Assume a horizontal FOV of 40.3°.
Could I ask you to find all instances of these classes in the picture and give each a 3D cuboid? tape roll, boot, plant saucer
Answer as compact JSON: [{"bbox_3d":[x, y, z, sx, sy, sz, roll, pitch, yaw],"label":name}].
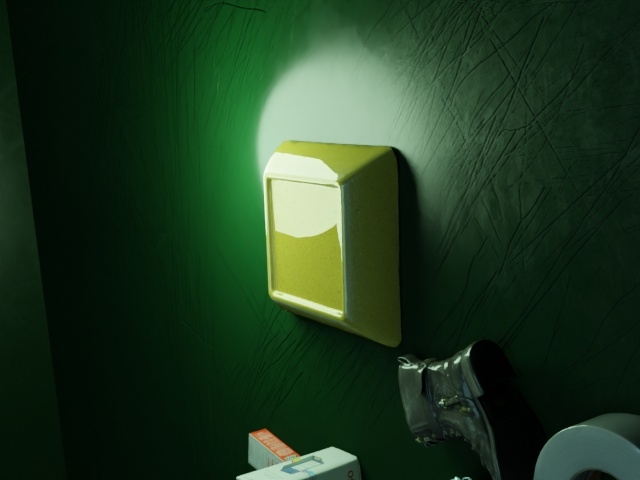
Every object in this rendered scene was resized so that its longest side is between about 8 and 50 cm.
[{"bbox_3d":[0.369,0.326,1.070,0.219,0.072,0.219,17,111,53],"label":"tape roll"},{"bbox_3d":[0.212,0.275,1.285,0.229,0.091,0.263,-38,62,57],"label":"boot"},{"bbox_3d":[0.000,0.000,1.509,0.333,0.081,0.333,12,106,53],"label":"plant saucer"}]

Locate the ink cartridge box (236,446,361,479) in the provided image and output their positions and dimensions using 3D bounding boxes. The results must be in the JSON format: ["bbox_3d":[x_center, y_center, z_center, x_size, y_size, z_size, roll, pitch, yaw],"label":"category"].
[{"bbox_3d":[-0.033,0.475,1.548,0.093,0.212,0.154,8,105,57],"label":"ink cartridge box"}]

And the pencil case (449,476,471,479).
[{"bbox_3d":[0.237,0.430,1.186,0.124,0.113,0.273,-65,21,2],"label":"pencil case"}]

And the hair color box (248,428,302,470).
[{"bbox_3d":[-0.093,0.447,1.771,0.141,0.043,0.072,25,117,51],"label":"hair color box"}]
